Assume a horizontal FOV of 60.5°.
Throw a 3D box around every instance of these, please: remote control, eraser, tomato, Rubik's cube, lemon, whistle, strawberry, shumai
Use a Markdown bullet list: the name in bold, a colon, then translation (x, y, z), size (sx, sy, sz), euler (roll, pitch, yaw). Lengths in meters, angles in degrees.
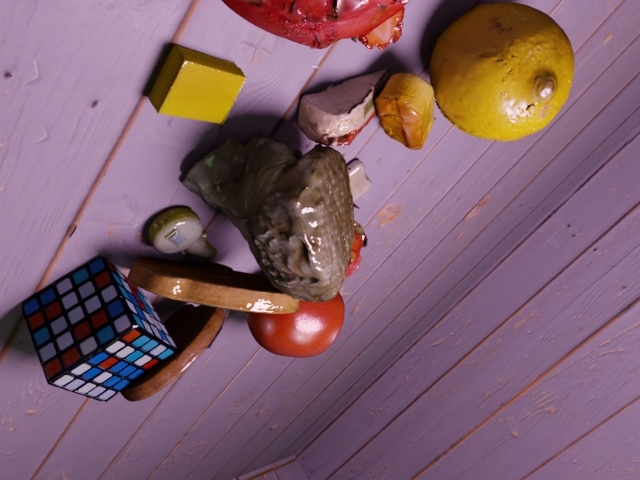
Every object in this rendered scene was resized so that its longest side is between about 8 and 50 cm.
- **remote control**: translation (0.081, -0.144, 1.313), size (0.074, 0.032, 0.122), euler (-36, 153, -1)
- **eraser**: translation (-0.188, -0.235, 0.847), size (0.122, 0.045, 0.097), euler (0, 135, -50)
- **tomato**: translation (-0.067, 0.190, 1.426), size (0.256, 0.256, 0.224), euler (21, 76, -59)
- **Rubik's cube**: translation (-0.425, 0.174, 1.062), size (0.184, 0.187, 0.182), euler (-36, 152, -7)
- **lemon**: translation (0.347, -0.322, 1.061), size (0.258, 0.310, 0.257), euler (-9, 124, -13)
- **whistle**: translation (-0.267, 0.002, 1.111), size (0.104, 0.057, 0.198), euler (-36, 152, 1)
- **strawberry**: translation (0.101, -0.382, 0.953), size (0.104, 0.048, 0.152), euler (-46, 166, 4)
- **shumai**: translation (-0.095, -0.035, 1.039), size (0.289, 0.291, 0.329), euler (0, 132, 14)

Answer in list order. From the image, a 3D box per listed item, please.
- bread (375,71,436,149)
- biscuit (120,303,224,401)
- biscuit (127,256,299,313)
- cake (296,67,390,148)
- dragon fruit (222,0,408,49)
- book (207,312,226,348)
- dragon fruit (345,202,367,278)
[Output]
- **bread**: translation (0.175, -0.257, 1.122), size (0.094, 0.102, 0.245), euler (-64, 167, -1)
- **biscuit**: translation (-0.333, 0.241, 1.207), size (0.257, 0.049, 0.273), euler (-9, -151, 49)
- **biscuit**: translation (-0.217, 0.092, 1.123), size (0.344, 0.287, 0.057), euler (12, 93, -24)
- **cake**: translation (0.074, -0.250, 1.049), size (0.221, 0.116, 0.086), euler (-21, 143, -25)
- **dragon fruit**: translation (-0.007, -0.369, 0.597), size (0.302, 0.295, 0.295), euler (9, 129, -38)
- **book**: translation (-0.368, 0.266, 1.443), size (0.231, 0.026, 0.157), euler (-9, 142, -42)
- **dragon fruit**: translation (-0.001, -0.003, 1.244), size (0.224, 0.227, 0.224), euler (-36, 156, -19)
